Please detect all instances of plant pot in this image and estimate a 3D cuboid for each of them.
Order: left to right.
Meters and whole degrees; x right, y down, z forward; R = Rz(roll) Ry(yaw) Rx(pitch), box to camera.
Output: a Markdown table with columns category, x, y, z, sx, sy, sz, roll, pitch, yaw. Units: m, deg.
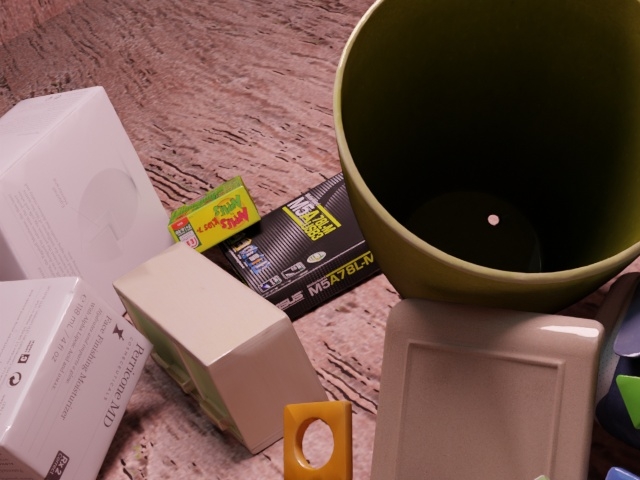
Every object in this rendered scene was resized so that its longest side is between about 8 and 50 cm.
| category | x | y | z | sx | sy | sz | roll | pitch | yaw |
| --- | --- | --- | --- | --- | --- | --- | --- | --- | --- |
| plant pot | 0.139 | -0.036 | 1.260 | 0.275 | 0.275 | 0.293 | -32 | -19 | -16 |

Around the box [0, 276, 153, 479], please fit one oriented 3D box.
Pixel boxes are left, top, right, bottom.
| category | x | y | z | sx | sy | sz | roll | pitch | yaw |
| --- | --- | --- | --- | --- | --- | --- | --- | --- | --- |
| box | -0.283 | 0.142 | 1.448 | 0.182 | 0.119 | 0.181 | -5 | 52 | 37 |

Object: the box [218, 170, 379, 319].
| category | x | y | z | sx | sy | sz | roll | pitch | yaw |
| --- | --- | --- | --- | --- | --- | --- | --- | --- | --- |
| box | 0.000 | 0.000 | 1.622 | 0.184 | 0.045 | 0.190 | -31 | 24 | -5 |

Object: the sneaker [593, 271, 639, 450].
| category | x | y | z | sx | sy | sz | roll | pitch | yaw |
| --- | --- | --- | --- | --- | --- | --- | --- | --- | --- |
| sneaker | 0.323 | 0.034 | 1.146 | 0.323 | 0.130 | 0.236 | -42 | 33 | -22 |

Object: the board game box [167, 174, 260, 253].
| category | x | y | z | sx | sy | sz | roll | pitch | yaw |
| --- | --- | --- | --- | --- | --- | --- | --- | --- | --- |
| board game box | -0.118 | -0.027 | 1.725 | 0.092 | 0.043 | 0.181 | -29 | 7 | -1 |

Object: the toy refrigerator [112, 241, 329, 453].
| category | x | y | z | sx | sy | sz | roll | pitch | yaw |
| --- | --- | --- | --- | --- | --- | --- | --- | --- | --- |
| toy refrigerator | -0.103 | 0.095 | 1.458 | 0.094 | 0.102 | 0.269 | -32 | 26 | -15 |

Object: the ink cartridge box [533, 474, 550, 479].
| category | x | y | z | sx | sy | sz | roll | pitch | yaw |
| --- | --- | --- | --- | --- | --- | --- | --- | --- | --- |
| ink cartridge box | 0.131 | 0.219 | 0.947 | 0.209 | 0.109 | 0.062 | -35 | 25 | -1 |

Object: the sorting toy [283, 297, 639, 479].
| category | x | y | z | sx | sy | sz | roll | pitch | yaw |
| --- | --- | --- | --- | --- | --- | --- | --- | --- | --- |
| sorting toy | 0.116 | 0.145 | 1.106 | 0.348 | 0.196 | 0.047 | 6 | -5 | 41 |

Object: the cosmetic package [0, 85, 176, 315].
| category | x | y | z | sx | sy | sz | roll | pitch | yaw |
| --- | --- | --- | --- | --- | --- | --- | --- | --- | --- |
| cosmetic package | -0.301 | -0.013 | 1.712 | 0.138 | 0.224 | 0.224 | -6 | 30 | 35 |
